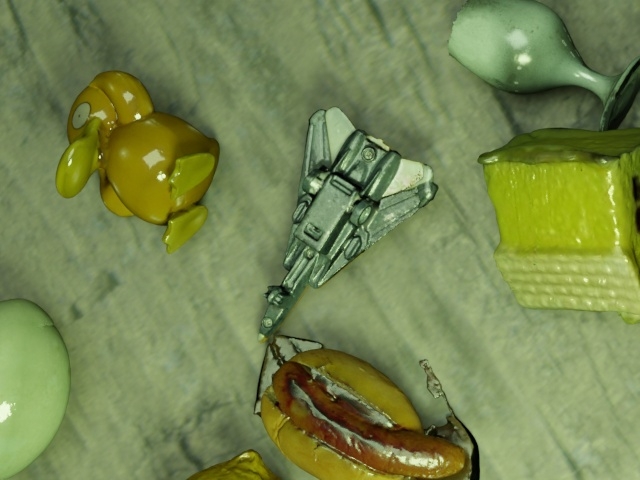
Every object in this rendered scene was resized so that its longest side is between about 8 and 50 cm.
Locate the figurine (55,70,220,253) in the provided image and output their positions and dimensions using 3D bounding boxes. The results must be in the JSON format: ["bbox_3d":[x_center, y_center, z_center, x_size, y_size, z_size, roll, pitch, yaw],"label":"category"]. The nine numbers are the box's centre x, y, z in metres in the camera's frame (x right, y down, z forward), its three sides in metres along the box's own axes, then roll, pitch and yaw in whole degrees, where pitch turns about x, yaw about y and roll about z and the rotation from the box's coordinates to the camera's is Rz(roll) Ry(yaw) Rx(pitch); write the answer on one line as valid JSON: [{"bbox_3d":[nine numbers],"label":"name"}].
[{"bbox_3d":[-0.248,-0.115,2.042,0.228,0.215,0.215,18,83,6],"label":"figurine"}]

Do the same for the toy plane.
[{"bbox_3d":[-0.004,-0.002,1.963,0.204,0.103,0.316,34,89,21],"label":"toy plane"}]

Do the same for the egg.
[{"bbox_3d":[-0.430,0.200,2.005,0.186,0.186,0.253,11,83,19],"label":"egg"}]

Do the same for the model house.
[{"bbox_3d":[0.312,-0.012,1.806,0.193,0.174,0.234,0,102,35],"label":"model house"}]

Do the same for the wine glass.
[{"bbox_3d":[0.287,-0.232,1.914,0.241,0.126,0.126,31,88,19],"label":"wine glass"}]

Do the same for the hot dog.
[{"bbox_3d":[0.048,0.224,1.893,0.326,0.107,0.194,14,82,19],"label":"hot dog"}]

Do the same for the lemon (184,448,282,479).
[{"bbox_3d":[-0.116,0.385,1.865,0.188,0.188,0.257,16,87,20],"label":"lemon"}]
